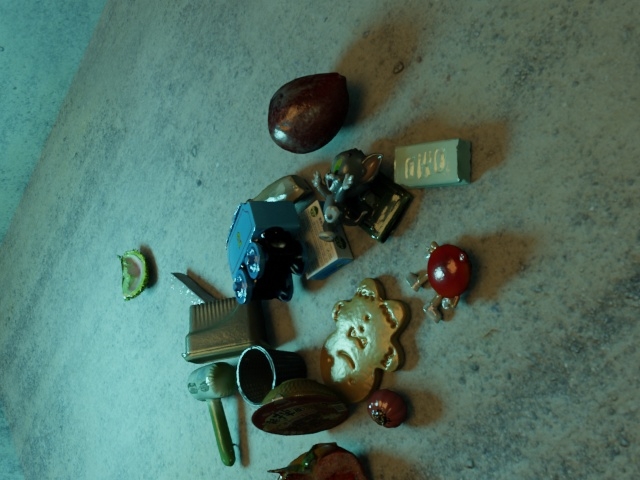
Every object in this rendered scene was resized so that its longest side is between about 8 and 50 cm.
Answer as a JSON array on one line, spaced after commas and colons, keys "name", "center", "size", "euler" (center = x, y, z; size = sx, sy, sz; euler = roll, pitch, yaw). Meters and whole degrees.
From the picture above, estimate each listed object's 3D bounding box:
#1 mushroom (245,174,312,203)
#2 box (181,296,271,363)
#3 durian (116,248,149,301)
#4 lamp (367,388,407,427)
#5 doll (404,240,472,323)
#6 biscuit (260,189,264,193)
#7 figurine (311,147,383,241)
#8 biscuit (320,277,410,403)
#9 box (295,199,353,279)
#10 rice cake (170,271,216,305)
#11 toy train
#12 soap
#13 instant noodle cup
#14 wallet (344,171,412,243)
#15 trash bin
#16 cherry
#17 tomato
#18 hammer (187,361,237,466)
[{"name": "mushroom", "center": [-0.126, -0.138, 2.035], "size": [0.247, 0.096, 0.108], "euler": [-20, 62, 37]}, {"name": "box", "center": [-0.304, 0.283, 2.087], "size": [0.274, 0.138, 0.178], "euler": [-11, 71, 8]}, {"name": "durian", "center": [-0.730, 0.135, 2.591], "size": [0.137, 0.095, 0.221], "euler": [-20, 66, 3]}, {"name": "lamp", "center": [0.173, 0.436, 1.698], "size": [0.107, 0.092, 0.107], "euler": [18, 128, 24]}, {"name": "doll", "center": [0.303, 0.083, 1.620], "size": [0.183, 0.085, 0.217], "euler": [63, 143, 30]}, {"name": "biscuit", "center": [-0.190, -0.017, 2.144], "size": [0.232, 0.013, 0.237], "euler": [-49, 55, 29]}, {"name": "figurine", "center": [0.069, -0.127, 1.755], "size": [0.193, 0.140, 0.265], "euler": [175, 99, -68]}, {"name": "biscuit", "center": [0.109, 0.285, 1.803], "size": [0.275, 0.052, 0.355], "euler": [44, 115, 37]}, {"name": "box", "center": [-0.001, 0.000, 1.918], "size": [0.139, 0.073, 0.194], "euler": [-36, 63, 37]}, {"name": "rice cake", "center": [-0.425, 0.206, 2.303], "size": [0.365, 0.072, 0.056], "euler": [29, 108, 41]}, {"name": "toy train", "center": [-0.168, 0.037, 1.938], "size": [0.300, 0.188, 0.265], "euler": [119, 140, -48]}, {"name": "soap", "center": [0.284, -0.194, 1.674], "size": [0.198, 0.063, 0.115], "euler": [-3, 86, 44]}, {"name": "instant noodle cup", "center": [-0.057, 0.449, 1.814], "size": [0.274, 0.274, 0.091], "euler": [-37, 42, 35]}, {"name": "wallet", "center": [0.135, -0.116, 1.819], "size": [0.236, 0.055, 0.160], "euler": [43, 108, 38]}, {"name": "trash bin", "center": [-0.135, 0.393, 1.947], "size": [0.175, 0.161, 0.175], "euler": [-2, 87, 44]}, {"name": "cherry", "center": [-0.034, -0.372, 1.892], "size": [0.300, 0.203, 0.230], "euler": [-33, 24, 29]}, {"name": "tomato", "center": [-0.011, 0.698, 1.781], "size": [0.170, 0.309, 0.309], "euler": [-169, 86, -74]}, {"name": "hammer", "center": [-0.328, 0.571, 2.149], "size": [0.206, 0.119, 0.336], "euler": [-27, 77, 53]}]
